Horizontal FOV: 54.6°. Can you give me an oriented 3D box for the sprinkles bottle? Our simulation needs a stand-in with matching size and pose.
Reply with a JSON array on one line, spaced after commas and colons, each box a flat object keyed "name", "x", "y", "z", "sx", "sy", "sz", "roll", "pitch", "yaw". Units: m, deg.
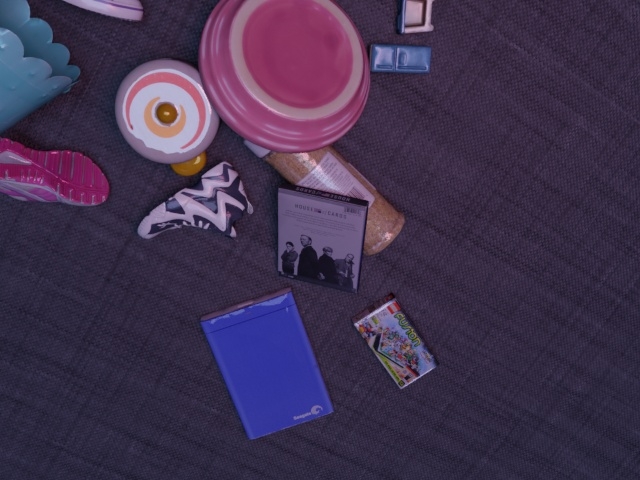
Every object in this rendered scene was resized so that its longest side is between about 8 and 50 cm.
[{"name": "sprinkles bottle", "x": 0.011, "y": -0.123, "z": 1.257, "sx": 0.355, "sy": 0.121, "sz": 0.121, "roll": 43, "pitch": 98, "yaw": -16}]

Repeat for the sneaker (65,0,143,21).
[{"name": "sneaker", "x": -0.434, "y": -0.506, "z": 1.097, "sx": 0.282, "sy": 0.102, "sz": 0.161, "roll": 23, "pitch": 106, "yaw": -12}]

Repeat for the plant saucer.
[{"name": "plant saucer", "x": -0.052, "y": -0.329, "z": 1.134, "sx": 0.333, "sy": 0.084, "sz": 0.331, "roll": 3, "pitch": 82, "yaw": -20}]

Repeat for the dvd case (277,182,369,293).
[{"name": "dvd case", "x": 0.000, "y": 0.000, "z": 1.265, "sx": 0.180, "sy": 0.029, "sz": 0.238, "roll": 13, "pitch": 132, "yaw": 10}]

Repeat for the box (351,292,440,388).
[{"name": "box", "x": 0.174, "y": 0.232, "z": 1.428, "sx": 0.114, "sy": 0.036, "sz": 0.207, "roll": -34, "pitch": 107, "yaw": 5}]

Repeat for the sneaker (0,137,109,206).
[{"name": "sneaker", "x": -0.546, "y": -0.125, "z": 1.215, "sx": 0.252, "sy": 0.111, "sz": 0.102, "roll": 18, "pitch": 68, "yaw": -28}]

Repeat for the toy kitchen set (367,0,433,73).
[{"name": "toy kitchen set", "x": 0.165, "y": -0.418, "z": 1.159, "sx": 0.122, "sy": 0.166, "sz": 0.207, "roll": 0, "pitch": 107, "yaw": -6}]

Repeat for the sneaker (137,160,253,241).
[{"name": "sneaker", "x": -0.242, "y": -0.038, "z": 1.269, "sx": 0.235, "sy": 0.094, "sz": 0.153, "roll": -36, "pitch": 99, "yaw": -5}]

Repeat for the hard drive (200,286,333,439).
[{"name": "hard drive", "x": -0.117, "y": 0.284, "z": 1.410, "sx": 0.210, "sy": 0.040, "sz": 0.318, "roll": -19, "pitch": 108, "yaw": -1}]

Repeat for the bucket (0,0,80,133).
[{"name": "bucket", "x": -0.577, "y": -0.326, "z": 1.058, "sx": 0.183, "sy": 0.281, "sz": 0.281, "roll": -38, "pitch": 107, "yaw": 5}]

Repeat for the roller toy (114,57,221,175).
[{"name": "roller toy", "x": -0.284, "y": -0.244, "z": 1.174, "sx": 0.191, "sy": 0.146, "sz": 0.209, "roll": 21, "pitch": 104, "yaw": -11}]
